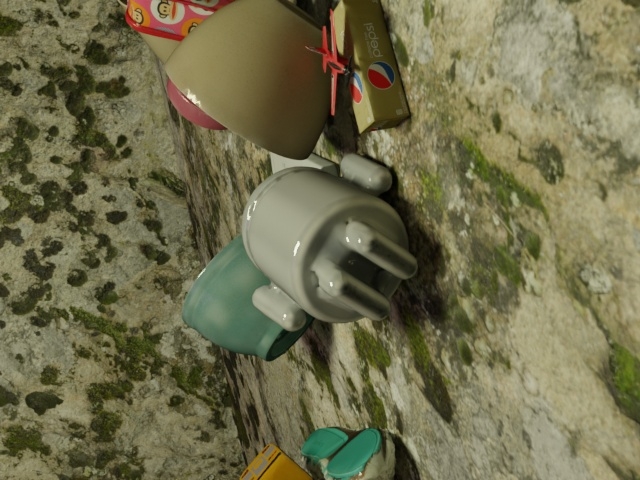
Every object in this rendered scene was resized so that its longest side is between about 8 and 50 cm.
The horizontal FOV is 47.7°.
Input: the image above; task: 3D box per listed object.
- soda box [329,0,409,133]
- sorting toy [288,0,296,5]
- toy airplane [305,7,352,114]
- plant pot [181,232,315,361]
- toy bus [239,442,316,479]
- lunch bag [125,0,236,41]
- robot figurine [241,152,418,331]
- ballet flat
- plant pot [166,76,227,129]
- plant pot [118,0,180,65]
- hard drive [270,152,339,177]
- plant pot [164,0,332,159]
[{"bbox_3d":[0.068,-0.249,1.027,0.061,0.058,0.181,151,105,-71],"label":"soda box"},{"bbox_3d":[-0.077,-0.475,1.336,0.347,0.047,0.196,157,104,-71],"label":"sorting toy"},{"bbox_3d":[0.016,-0.259,1.036,0.151,0.028,0.151,169,90,-72],"label":"toy airplane"},{"bbox_3d":[-0.124,0.135,1.561,0.196,0.293,0.293,41,149,16],"label":"plant pot"},{"bbox_3d":[-0.001,0.553,1.423,0.332,0.108,0.130,45,165,-12],"label":"toy bus"},{"bbox_3d":[-0.258,-0.529,1.512,0.120,0.258,0.293,111,165,-46],"label":"lunch bag"},{"bbox_3d":[0.000,0.000,1.135,0.199,0.300,0.353,37,179,-34],"label":"robot figurine"},{"bbox_3d":[0.075,0.436,1.397,0.409,0.146,0.147,149,108,-74],"label":"ballet flat"},{"bbox_3d":[-0.228,-0.382,1.640,0.180,0.201,0.201,-49,54,50],"label":"plant pot"},{"bbox_3d":[-0.333,-0.528,1.797,0.274,0.256,0.256,74,170,-49],"label":"plant pot"},{"bbox_3d":[-0.030,-0.080,1.456,0.307,0.040,0.203,-144,44,-63],"label":"hard drive"},{"bbox_3d":[-0.083,-0.292,1.193,0.191,0.284,0.284,-53,40,18],"label":"plant pot"}]
